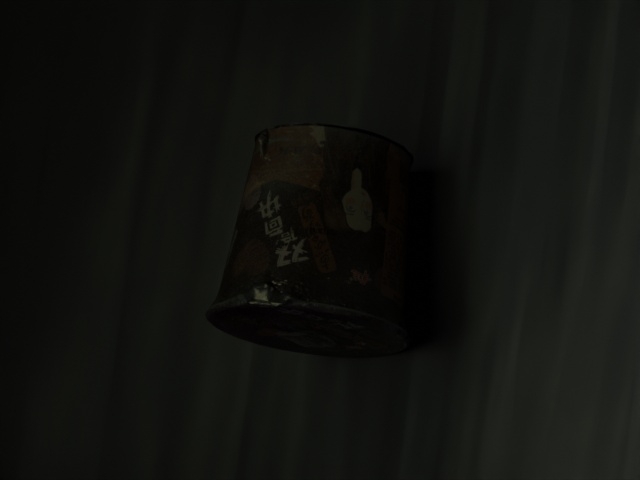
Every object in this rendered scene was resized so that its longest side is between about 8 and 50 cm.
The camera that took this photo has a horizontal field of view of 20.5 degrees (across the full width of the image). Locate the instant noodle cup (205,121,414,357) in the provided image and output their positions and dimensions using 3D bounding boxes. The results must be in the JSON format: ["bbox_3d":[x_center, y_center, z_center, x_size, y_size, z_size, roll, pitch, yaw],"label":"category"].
[{"bbox_3d":[0.000,0.000,1.850,0.217,0.217,0.207,-8,67,44],"label":"instant noodle cup"}]
